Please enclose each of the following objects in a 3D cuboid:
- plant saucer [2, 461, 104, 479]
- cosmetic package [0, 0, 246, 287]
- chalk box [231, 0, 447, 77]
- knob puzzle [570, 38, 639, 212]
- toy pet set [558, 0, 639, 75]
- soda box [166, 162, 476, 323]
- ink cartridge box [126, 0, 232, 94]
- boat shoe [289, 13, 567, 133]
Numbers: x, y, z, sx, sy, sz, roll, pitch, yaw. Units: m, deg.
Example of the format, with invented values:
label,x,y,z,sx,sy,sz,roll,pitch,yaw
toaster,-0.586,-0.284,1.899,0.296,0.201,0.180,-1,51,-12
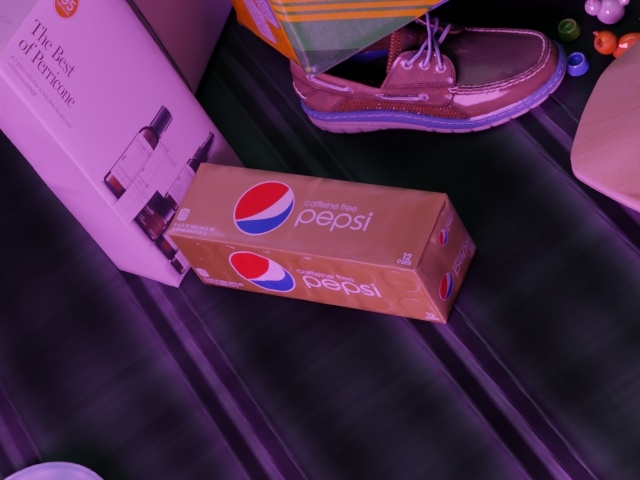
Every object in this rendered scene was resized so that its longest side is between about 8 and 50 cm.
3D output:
label,x,y,z,sx,sy,sz,roll,pitch,yaw
plant saucer,-0.170,0.191,1.159,0.119,0.021,0.119,-13,52,17
cosmetic package,-0.135,-0.078,1.193,0.060,0.239,0.099,15,65,35
chalk box,0.055,-0.264,1.232,0.289,0.180,0.179,-31,25,-6
knob puzzle,0.241,-0.065,1.122,0.213,0.030,0.213,-7,48,8
toy pet set,0.193,-0.185,1.224,0.114,0.065,0.122,-19,51,14
soda box,0.000,0.000,1.187,0.181,0.061,0.058,8,60,31
ink cartridge box,-0.157,-0.264,1.414,0.223,0.129,0.307,4,59,29
boat shoe,0.064,-0.110,1.231,0.183,0.066,0.066,-9,55,22
